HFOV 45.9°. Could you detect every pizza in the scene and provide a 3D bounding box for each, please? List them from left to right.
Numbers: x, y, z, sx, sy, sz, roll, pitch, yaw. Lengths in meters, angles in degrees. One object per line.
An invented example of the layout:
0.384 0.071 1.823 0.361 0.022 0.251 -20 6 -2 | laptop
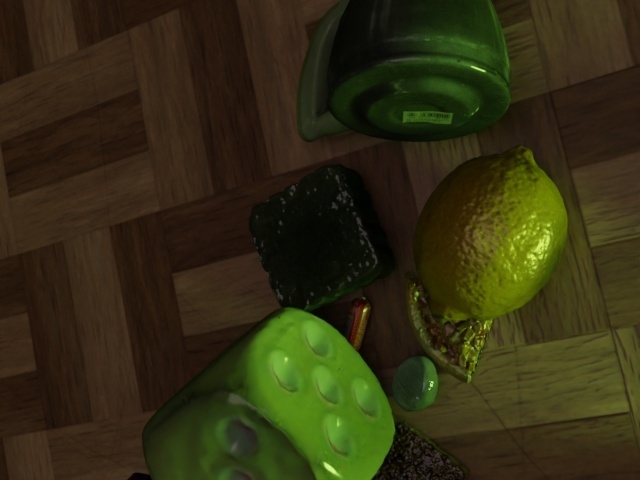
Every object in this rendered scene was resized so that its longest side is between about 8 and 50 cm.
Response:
0.192 0.114 1.074 0.131 0.041 0.178 -21 80 20 | pizza

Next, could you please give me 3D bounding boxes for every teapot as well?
0.120 -0.264 1.057 0.240 0.321 0.239 8 72 -15 | teapot

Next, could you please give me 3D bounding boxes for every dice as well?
-0.071 0.262 1.042 0.252 0.254 0.250 -42 89 28 | dice

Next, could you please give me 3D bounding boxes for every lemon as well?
0.217 -0.003 0.985 0.188 0.188 0.256 27 94 22 | lemon

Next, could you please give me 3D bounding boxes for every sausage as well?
0.049 0.143 1.140 0.034 0.034 0.129 16 95 23 | sausage

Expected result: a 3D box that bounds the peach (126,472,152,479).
-0.255 0.506 1.194 0.154 0.159 0.267 -38 76 7 | peach

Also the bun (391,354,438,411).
0.139 0.206 1.087 0.083 0.045 0.083 -22 61 46 | bun

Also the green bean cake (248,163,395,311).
0.000 0.000 1.132 0.185 0.094 0.183 -28 78 21 | green bean cake

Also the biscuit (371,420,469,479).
0.107 0.391 1.112 0.131 0.025 0.231 34 102 21 | biscuit
